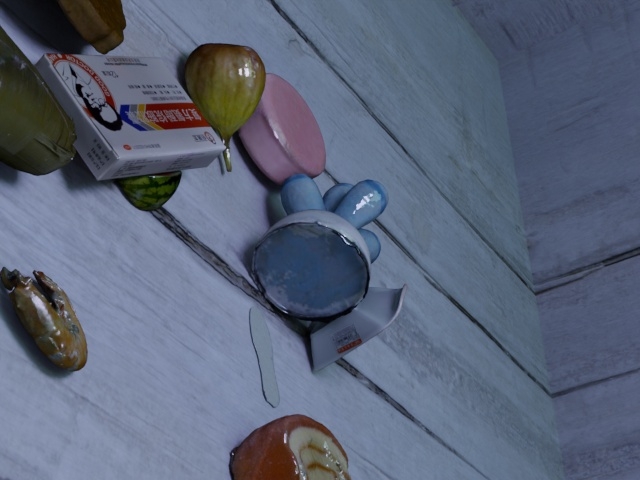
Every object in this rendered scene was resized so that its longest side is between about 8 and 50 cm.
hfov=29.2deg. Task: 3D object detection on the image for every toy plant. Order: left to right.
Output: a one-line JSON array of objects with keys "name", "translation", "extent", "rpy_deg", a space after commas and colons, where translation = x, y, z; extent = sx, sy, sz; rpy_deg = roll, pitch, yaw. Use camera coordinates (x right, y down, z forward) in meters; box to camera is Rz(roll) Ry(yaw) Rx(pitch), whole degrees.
[{"name": "toy plant", "translation": [0.016, -0.019, 2.441], "extent": [0.247, 0.247, 0.332], "rpy_deg": [57, 27, -21]}]

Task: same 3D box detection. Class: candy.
[{"name": "candy", "translation": [-0.088, -0.232, 2.554], "extent": [0.255, 0.094, 0.255], "rpy_deg": [47, 27, -34]}]

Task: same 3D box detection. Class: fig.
[{"name": "fig", "translation": [-0.181, -0.260, 2.394], "extent": [0.159, 0.159, 0.257], "rpy_deg": [6, 82, -62]}]

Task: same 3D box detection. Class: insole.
[{"name": "insole", "translation": [-0.103, 0.215, 2.283], "extent": [0.065, 0.004, 0.197], "rpy_deg": [23, 50, -57]}]

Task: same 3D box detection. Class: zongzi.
[{"name": "zongzi", "translation": [-0.477, -0.263, 1.785], "extent": [0.274, 0.145, 0.300], "rpy_deg": [38, 31, -53]}]

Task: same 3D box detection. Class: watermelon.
[{"name": "watermelon", "translation": [-0.279, -0.103, 2.119], "extent": [0.086, 0.069, 0.163], "rpy_deg": [67, 23, -3]}]

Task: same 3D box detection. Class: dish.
[{"name": "dish", "translation": [0.070, 0.149, 2.423], "extent": [0.064, 0.234, 0.154], "rpy_deg": [50, 27, -13]}]

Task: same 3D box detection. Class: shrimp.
[{"name": "shrimp", "translation": [-0.393, 0.106, 1.762], "extent": [0.187, 0.052, 0.132], "rpy_deg": [61, 6, -26]}]

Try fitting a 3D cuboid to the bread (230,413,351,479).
[{"name": "bread", "translation": [-0.043, 0.403, 2.113], "extent": [0.244, 0.123, 0.190], "rpy_deg": [21, 50, -59]}]

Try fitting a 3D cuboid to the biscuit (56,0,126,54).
[{"name": "biscuit", "translation": [-0.426, -0.486, 2.048], "extent": [0.381, 0.074, 0.359], "rpy_deg": [-112, 177, -51]}]

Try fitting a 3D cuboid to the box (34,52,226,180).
[{"name": "box", "translation": [-0.319, -0.212, 2.075], "extent": [0.214, 0.069, 0.353], "rpy_deg": [54, 25, 10]}]
